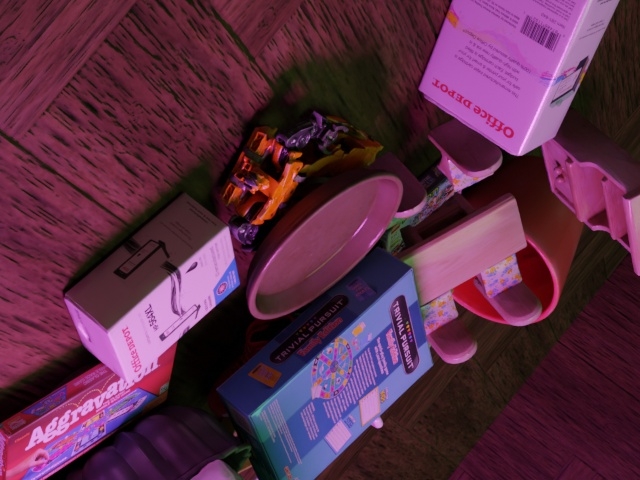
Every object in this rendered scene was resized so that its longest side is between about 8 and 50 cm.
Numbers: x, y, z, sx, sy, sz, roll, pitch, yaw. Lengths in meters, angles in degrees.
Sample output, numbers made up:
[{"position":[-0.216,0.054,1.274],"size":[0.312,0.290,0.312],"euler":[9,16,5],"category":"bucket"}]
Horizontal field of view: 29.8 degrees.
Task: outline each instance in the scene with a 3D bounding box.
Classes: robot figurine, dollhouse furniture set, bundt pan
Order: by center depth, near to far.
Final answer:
[{"position":[-0.030,-0.086,1.628],"size":[0.211,0.085,0.291],"euler":[-60,157,17],"category":"robot figurine"},{"position":[-0.263,0.356,1.729],"size":[0.331,0.124,0.331],"euler":[-37,166,-11],"category":"bundt pan"},{"position":[0.314,-0.005,1.905],"size":[0.394,0.256,0.362],"euler":[-29,132,-7],"category":"dollhouse furniture set"}]

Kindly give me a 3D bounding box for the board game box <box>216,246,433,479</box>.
[{"position":[0.018,0.207,1.835],"size":[0.336,0.079,0.253],"euler":[-41,142,-21],"category":"board game box"}]

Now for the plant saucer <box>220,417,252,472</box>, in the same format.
[{"position":[-0.125,0.326,2.096],"size":[0.188,0.045,0.188],"euler":[-16,138,-54],"category":"plant saucer"}]

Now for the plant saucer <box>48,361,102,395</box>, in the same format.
[{"position":[-0.322,0.224,1.601],"size":[0.168,0.029,0.168],"euler":[-42,155,-24],"category":"plant saucer"}]

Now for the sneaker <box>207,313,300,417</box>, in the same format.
[{"position":[-0.113,0.182,1.864],"size":[0.221,0.087,0.128],"euler":[-44,148,7],"category":"sneaker"}]

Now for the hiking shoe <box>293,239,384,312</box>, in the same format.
[{"position":[-0.006,0.050,1.886],"size":[0.304,0.113,0.132],"euler":[7,88,-57],"category":"hiking shoe"}]

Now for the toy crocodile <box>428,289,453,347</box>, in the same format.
[{"position":[0.190,0.108,2.285],"size":[0.105,0.115,0.340],"euler":[-44,159,-31],"category":"toy crocodile"}]

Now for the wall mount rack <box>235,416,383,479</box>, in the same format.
[{"position":[-0.033,0.292,2.002],"size":[0.350,0.130,0.304],"euler":[-47,139,-16],"category":"wall mount rack"}]

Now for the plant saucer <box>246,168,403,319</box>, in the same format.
[{"position":[0.000,0.000,1.660],"size":[0.278,0.041,0.278],"euler":[-38,159,-17],"category":"plant saucer"}]

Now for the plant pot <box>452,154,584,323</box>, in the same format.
[{"position":[0.371,-0.016,2.281],"size":[0.243,0.275,0.275],"euler":[-49,160,-38],"category":"plant pot"}]

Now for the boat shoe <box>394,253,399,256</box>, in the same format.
[{"position":[0.112,0.151,2.216],"size":[0.340,0.127,0.158],"euler":[-52,165,21],"category":"boat shoe"}]

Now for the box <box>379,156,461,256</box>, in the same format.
[{"position":[0.172,-0.060,2.103],"size":[0.207,0.036,0.114],"euler":[-41,154,-24],"category":"box"}]

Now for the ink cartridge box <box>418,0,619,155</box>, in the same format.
[{"position":[0.291,-0.297,1.769],"size":[0.117,0.201,0.278],"euler":[-27,146,-45],"category":"ink cartridge box"}]

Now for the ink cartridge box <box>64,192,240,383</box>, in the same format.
[{"position":[-0.207,0.062,1.508],"size":[0.203,0.086,0.148],"euler":[-44,156,-21],"category":"ink cartridge box"}]

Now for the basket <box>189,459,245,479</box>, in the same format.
[{"position":[-0.170,0.518,1.676],"size":[0.331,0.266,0.328],"euler":[-40,165,-10],"category":"basket"}]

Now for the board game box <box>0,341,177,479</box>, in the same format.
[{"position":[-0.303,0.223,1.566],"size":[0.281,0.027,0.145],"euler":[-31,149,-40],"category":"board game box"}]
